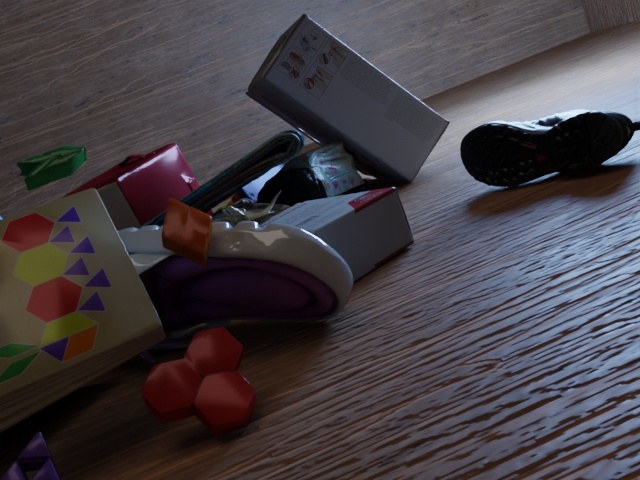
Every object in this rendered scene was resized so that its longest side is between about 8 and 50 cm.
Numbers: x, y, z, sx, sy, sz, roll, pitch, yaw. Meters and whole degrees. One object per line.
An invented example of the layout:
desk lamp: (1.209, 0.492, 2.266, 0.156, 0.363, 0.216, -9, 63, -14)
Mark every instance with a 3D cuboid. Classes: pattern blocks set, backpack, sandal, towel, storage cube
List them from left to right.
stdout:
pattern blocks set: (-0.217, 0.045, 0.542, 0.286, 0.026, 0.324, -16, 53, -14)
storage cube: (-0.353, -0.050, 1.327, 0.184, 0.214, 0.193, -13, 21, 31)
sandal: (-0.162, 0.065, 0.682, 0.416, 0.169, 0.102, -13, 47, 38)
towel: (-0.141, -0.091, 1.116, 0.272, 0.040, 0.370, -33, 6, 2)
backpack: (-0.005, -0.092, 1.128, 0.152, 0.115, 0.182, -15, 11, 40)

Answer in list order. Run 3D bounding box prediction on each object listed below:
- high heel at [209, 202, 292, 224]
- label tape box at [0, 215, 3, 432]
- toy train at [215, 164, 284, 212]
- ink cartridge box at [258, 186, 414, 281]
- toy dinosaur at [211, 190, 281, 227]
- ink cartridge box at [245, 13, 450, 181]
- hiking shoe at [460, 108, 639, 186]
high heel: (-0.112, -0.031, 1.073, 0.261, 0.093, 0.186, -24, 14, 35)
label tape box: (-0.388, 0.098, 0.564, 0.115, 0.249, 0.348, -37, 2, 33)
toy train: (-0.168, -0.070, 1.395, 0.143, 0.105, 0.248, -32, 9, 40)
ink cartridge box: (0.000, 0.000, 0.801, 0.127, 0.072, 0.175, -30, 15, -33)
toy dinosaur: (-0.099, -0.022, 0.885, 0.093, 0.053, 0.183, -23, 3, 15)
ink cartridge box: (0.033, -0.245, 1.246, 0.130, 0.310, 0.272, -58, 16, -2)
hiking shoe: (0.285, -0.117, 0.860, 0.114, 0.086, 0.227, -13, 10, -39)
